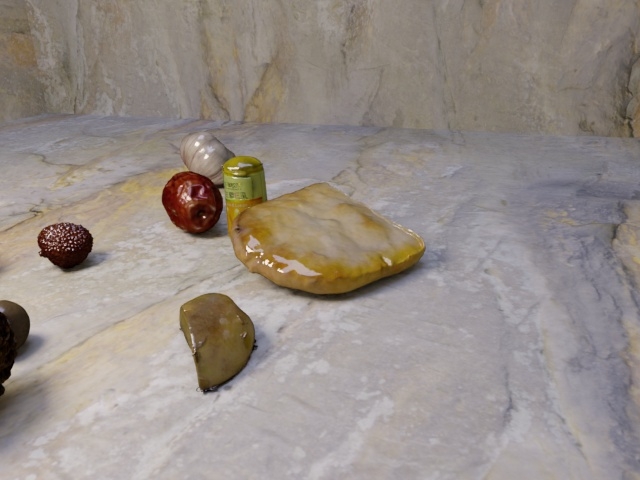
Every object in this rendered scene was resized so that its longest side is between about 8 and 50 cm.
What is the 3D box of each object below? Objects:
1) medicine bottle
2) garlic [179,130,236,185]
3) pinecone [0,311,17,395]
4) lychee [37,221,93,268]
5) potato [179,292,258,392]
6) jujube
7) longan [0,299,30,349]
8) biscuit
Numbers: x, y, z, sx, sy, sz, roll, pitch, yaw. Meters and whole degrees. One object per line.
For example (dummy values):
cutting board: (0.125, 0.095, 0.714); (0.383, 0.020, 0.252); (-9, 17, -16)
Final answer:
medicine bottle: (-0.207, -0.116, 1.530); (0.124, 0.238, 0.124); (-4, 22, 2)
garlic: (-0.442, -0.271, 2.024); (0.253, 0.245, 0.245); (-41, 28, 2)
pinecone: (-0.639, 0.189, 0.858); (0.292, 0.246, 0.246); (-21, 23, 3)
lychee: (-0.648, 0.010, 1.404); (0.123, 0.123, 0.129); (18, 32, 38)
potato: (-0.189, 0.168, 1.039); (0.138, 0.098, 0.243); (-8, 25, -20)
jujube: (-0.378, -0.114, 1.619); (0.174, 0.174, 0.250); (-10, 24, -19)
longan: (-0.606, 0.165, 1.048); (0.106, 0.106, 0.119); (-14, -6, -28)
biscuit: (0.000, 0.001, 1.386); (0.430, 0.103, 0.446); (31, 38, 32)
